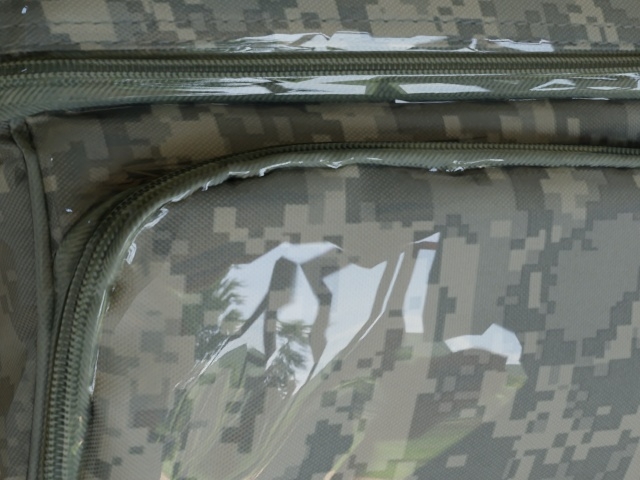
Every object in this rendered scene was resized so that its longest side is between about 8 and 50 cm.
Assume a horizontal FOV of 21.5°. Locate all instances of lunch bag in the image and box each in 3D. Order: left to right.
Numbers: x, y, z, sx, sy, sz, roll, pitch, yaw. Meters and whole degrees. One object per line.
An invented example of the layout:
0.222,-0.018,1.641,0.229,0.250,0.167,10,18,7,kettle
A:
0.000,0.000,0.584,0.305,0.212,0.256,-2,83,-29,lunch bag
